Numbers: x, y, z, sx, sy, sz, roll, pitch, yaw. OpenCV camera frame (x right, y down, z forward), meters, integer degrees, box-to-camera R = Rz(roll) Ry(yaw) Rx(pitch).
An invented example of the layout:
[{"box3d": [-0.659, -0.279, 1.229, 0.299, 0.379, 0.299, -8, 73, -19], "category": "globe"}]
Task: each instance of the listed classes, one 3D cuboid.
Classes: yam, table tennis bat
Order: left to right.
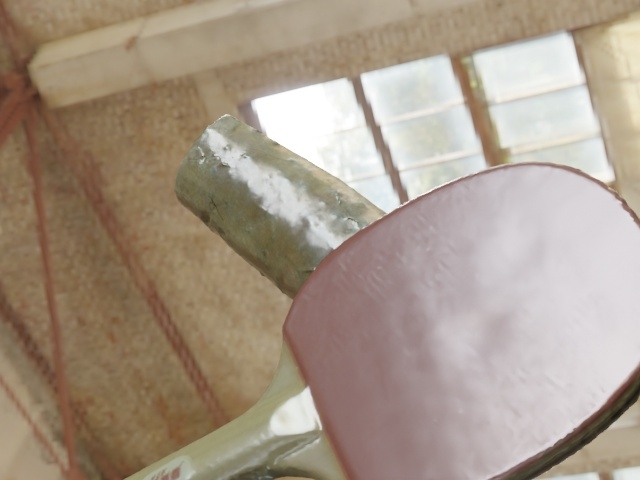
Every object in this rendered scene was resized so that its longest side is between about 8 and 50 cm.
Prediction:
[{"box3d": [0.000, 0.000, 0.690, 0.169, 0.068, 0.068, 41, -179, 30], "category": "yam"}, {"box3d": [0.020, 0.057, 0.536, 0.022, 0.246, 0.138, 50, -166, -48], "category": "table tennis bat"}]
